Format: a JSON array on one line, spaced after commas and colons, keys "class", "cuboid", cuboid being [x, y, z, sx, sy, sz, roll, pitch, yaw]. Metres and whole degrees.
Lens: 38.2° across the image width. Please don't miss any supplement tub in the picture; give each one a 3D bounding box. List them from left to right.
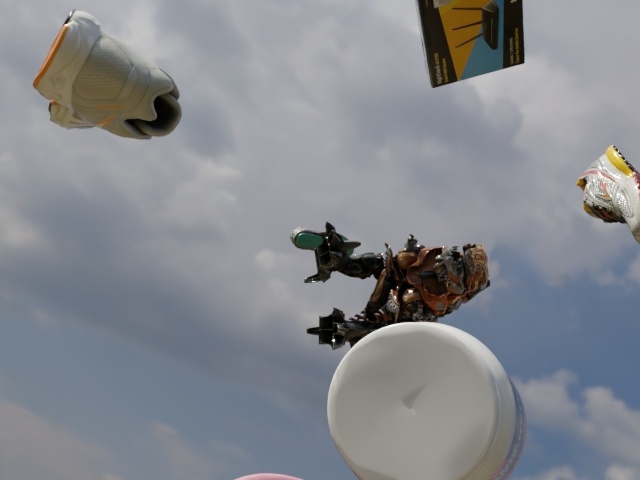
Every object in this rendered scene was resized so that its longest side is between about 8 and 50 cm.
[{"class": "supplement tub", "cuboid": [0.123, 0.195, 1.020, 0.191, 0.191, 0.272, 13, -10, 19]}]

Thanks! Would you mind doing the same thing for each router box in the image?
[{"class": "router box", "cuboid": [0.195, -0.289, 1.206, 0.133, 0.046, 0.179, -15, -36, 4]}]

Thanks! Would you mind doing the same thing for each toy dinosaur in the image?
[{"class": "toy dinosaur", "cuboid": [0.102, 0.084, 1.260, 0.219, 0.164, 0.322, 4, -42, -21]}]

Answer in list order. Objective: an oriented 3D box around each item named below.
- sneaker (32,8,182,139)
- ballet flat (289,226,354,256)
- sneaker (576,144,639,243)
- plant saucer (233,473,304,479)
[{"class": "sneaker", "cuboid": [-0.192, -0.134, 0.891, 0.121, 0.099, 0.262, 29, -1, -7]}, {"class": "ballet flat", "cuboid": [0.000, 0.000, 1.439, 0.114, 0.041, 0.041, 13, -16, -35]}, {"class": "sneaker", "cuboid": [0.442, -0.051, 1.357, 0.093, 0.225, 0.088, -41, -68, 19]}, {"class": "plant saucer", "cuboid": [-0.036, 0.424, 1.012, 0.332, 0.332, 0.084, 32, -54, -20]}]
